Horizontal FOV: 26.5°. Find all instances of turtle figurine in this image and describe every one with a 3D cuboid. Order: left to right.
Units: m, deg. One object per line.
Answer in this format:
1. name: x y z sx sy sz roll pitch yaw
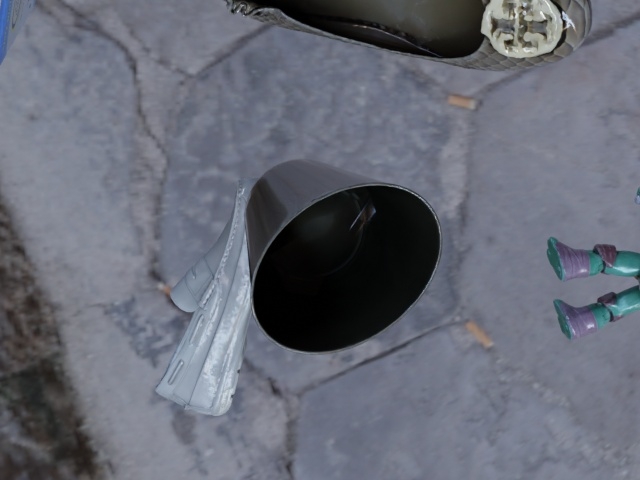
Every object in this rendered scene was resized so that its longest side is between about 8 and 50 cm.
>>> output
1. turtle figurine: 0.366 0.028 1.453 0.234 0.118 0.175 -13 96 -5

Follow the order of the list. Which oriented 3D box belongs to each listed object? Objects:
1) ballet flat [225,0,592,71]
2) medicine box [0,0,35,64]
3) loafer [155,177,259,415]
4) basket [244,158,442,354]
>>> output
1. ballet flat: 0.037 -0.144 0.812 0.250 0.058 0.084 16 126 23
2. medicine box: -0.362 -0.345 1.382 0.149 0.289 0.263 11 112 -8
3. loafer: -0.134 0.070 1.723 0.111 0.112 0.319 14 103 -3
4. basket: 0.000 0.000 1.418 0.204 0.227 0.154 -35 110 -3
